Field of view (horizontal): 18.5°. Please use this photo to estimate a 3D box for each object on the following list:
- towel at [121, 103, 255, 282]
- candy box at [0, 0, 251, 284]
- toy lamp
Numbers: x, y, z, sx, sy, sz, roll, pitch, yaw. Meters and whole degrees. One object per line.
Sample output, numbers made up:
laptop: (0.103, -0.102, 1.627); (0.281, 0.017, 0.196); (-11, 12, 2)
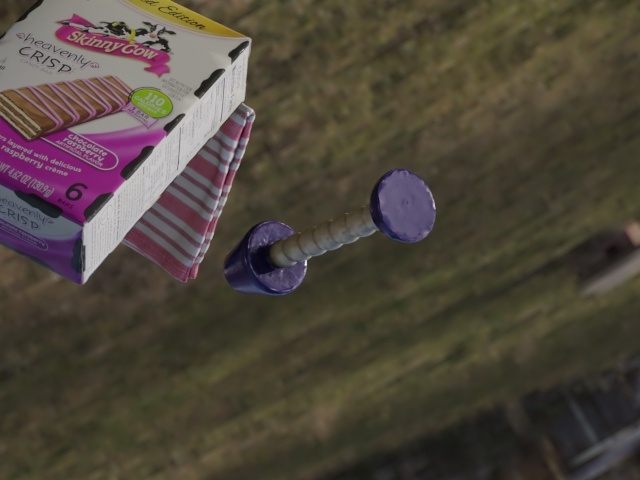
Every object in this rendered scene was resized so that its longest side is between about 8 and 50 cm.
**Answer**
towel: (-0.148, -0.071, 2.035); (0.029, 0.144, 0.197); (9, 106, -48)
candy box: (-0.177, -0.094, 1.454); (0.233, 0.159, 0.071); (-53, 163, -39)
toy lamp: (0.000, 0.000, 1.900); (0.080, 0.080, 0.275); (-17, 179, -39)
